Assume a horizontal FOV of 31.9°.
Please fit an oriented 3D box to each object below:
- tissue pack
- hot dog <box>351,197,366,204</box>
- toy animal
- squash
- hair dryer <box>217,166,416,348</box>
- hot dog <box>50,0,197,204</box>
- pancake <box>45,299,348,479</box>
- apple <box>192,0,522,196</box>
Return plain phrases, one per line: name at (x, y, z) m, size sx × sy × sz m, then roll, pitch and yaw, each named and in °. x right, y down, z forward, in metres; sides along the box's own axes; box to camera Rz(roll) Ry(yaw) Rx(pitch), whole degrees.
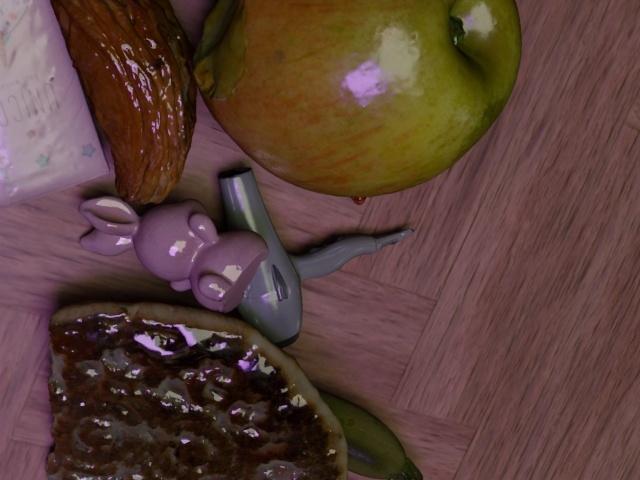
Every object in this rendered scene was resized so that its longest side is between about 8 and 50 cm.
tissue pack at (-0.355, -0.198, 1.187) m, size 0.170 × 0.071 × 0.325 m, roll -23°, pitch 117°, yaw -16°
hot dog at (0.052, -0.116, 1.423) m, size 0.062 × 0.038 × 0.144 m, roll -8°, pitch 112°, yaw -22°
toy animal at (-0.173, -0.006, 1.311) m, size 0.212 × 0.124 × 0.124 m, roll 30°, pitch 95°, yaw 4°
squash at (0.024, 0.261, 1.524) m, size 0.341 × 0.094 × 0.094 m, roll 28°, pitch 95°, yaw -28°
hair dryer at (-0.026, -0.021, 1.418) m, size 0.267 × 0.092 × 0.229 m, roll -41°, pitch 115°, yaw -22°
hot dog at (-0.197, -0.169, 1.215) m, size 0.122 × 0.196 × 0.272 m, roll -13°, pitch 115°, yaw 6°
pancake at (-0.151, 0.217, 1.393) m, size 0.427 × 0.067 × 0.305 m, roll 17°, pitch 119°, yaw -16°
apple at (0.044, -0.211, 1.214) m, size 0.339 × 0.339 × 0.339 m, roll -9°, pitch 112°, yaw -22°
